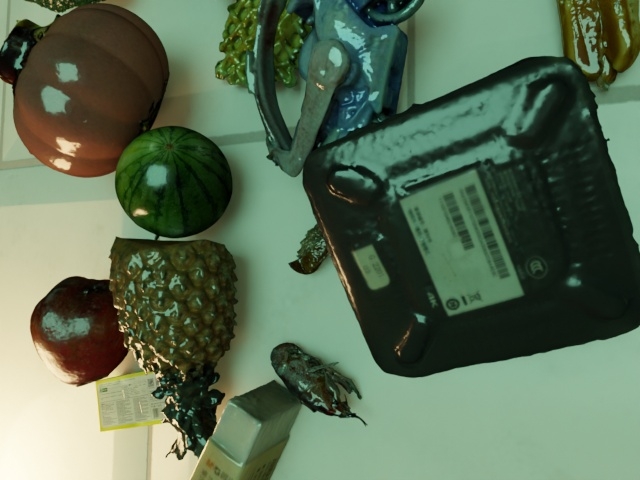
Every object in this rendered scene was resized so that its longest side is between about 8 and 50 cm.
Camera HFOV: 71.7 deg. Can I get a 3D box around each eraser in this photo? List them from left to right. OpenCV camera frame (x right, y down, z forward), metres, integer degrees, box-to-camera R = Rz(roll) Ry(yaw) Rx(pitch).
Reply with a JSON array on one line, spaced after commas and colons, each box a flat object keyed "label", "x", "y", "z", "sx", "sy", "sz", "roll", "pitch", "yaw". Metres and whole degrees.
[{"label": "eraser", "x": -0.150, "y": 0.397, "z": 0.699, "sx": 0.078, "sy": 0.144, "sz": 0.344, "roll": 27, "pitch": 97, "yaw": 24}]

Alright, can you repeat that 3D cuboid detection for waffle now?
[{"label": "waffle", "x": -0.084, "y": -0.369, "z": 0.765, "sx": 0.203, "sy": 0.054, "sz": 0.224, "roll": 14, "pitch": 92, "yaw": 34}]

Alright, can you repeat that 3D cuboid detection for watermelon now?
[{"label": "watermelon", "x": -0.245, "y": -0.091, "z": 0.754, "sx": 0.187, "sy": 0.215, "sz": 0.188, "roll": 5, "pitch": 64, "yaw": -10}]

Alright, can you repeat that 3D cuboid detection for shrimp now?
[{"label": "shrimp", "x": -0.002, "y": 0.225, "z": 0.689, "sx": 0.190, "sy": 0.073, "sz": 0.075, "roll": 28, "pitch": 141, "yaw": 31}]

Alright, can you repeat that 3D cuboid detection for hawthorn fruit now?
[{"label": "hawthorn fruit", "x": -0.433, "y": 0.173, "z": 0.823, "sx": 0.185, "sy": 0.185, "sz": 0.203, "roll": 16, "pitch": 106, "yaw": 23}]

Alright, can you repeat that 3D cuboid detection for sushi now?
[{"label": "sushi", "x": 0.000, "y": 0.000, "z": 0.711, "sx": 0.055, "sy": 0.052, "sz": 0.120, "roll": 42, "pitch": 105, "yaw": 4}]

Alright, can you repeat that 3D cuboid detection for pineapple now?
[{"label": "pineapple", "x": -0.228, "y": 0.169, "z": 0.717, "sx": 0.201, "sy": 0.202, "sz": 0.363, "roll": -4, "pitch": 89, "yaw": 23}]

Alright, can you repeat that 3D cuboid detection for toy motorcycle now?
[{"label": "toy motorcycle", "x": 0.006, "y": -0.247, "z": 0.623, "sx": 0.240, "sy": 0.182, "sz": 0.320, "roll": 10, "pitch": 104, "yaw": -3}]

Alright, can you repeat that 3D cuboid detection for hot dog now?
[{"label": "hot dog", "x": 0.356, "y": -0.310, "z": 0.573, "sx": 0.092, "sy": 0.062, "sz": 0.236, "roll": -4, "pitch": 90, "yaw": 38}]

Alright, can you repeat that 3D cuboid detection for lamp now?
[{"label": "lamp", "x": -0.405, "y": -0.262, "z": 0.764, "sx": 0.239, "sy": 0.305, "sz": 0.305, "roll": 29, "pitch": 101, "yaw": -23}]

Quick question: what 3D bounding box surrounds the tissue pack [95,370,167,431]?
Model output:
[{"label": "tissue pack", "x": -0.328, "y": 0.291, "z": 0.823, "sx": 0.175, "sy": 0.062, "sz": 0.095, "roll": -17, "pitch": 78, "yaw": 22}]

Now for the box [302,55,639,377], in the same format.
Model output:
[{"label": "box", "x": 0.184, "y": -0.004, "z": 0.559, "sx": 0.350, "sy": 0.091, "sz": 0.360, "roll": -21, "pitch": 100, "yaw": 19}]

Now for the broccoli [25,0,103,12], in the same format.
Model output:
[{"label": "broccoli", "x": -0.502, "y": -0.593, "z": 0.864, "sx": 0.265, "sy": 0.245, "sz": 0.295, "roll": 30, "pitch": 74, "yaw": 40}]
